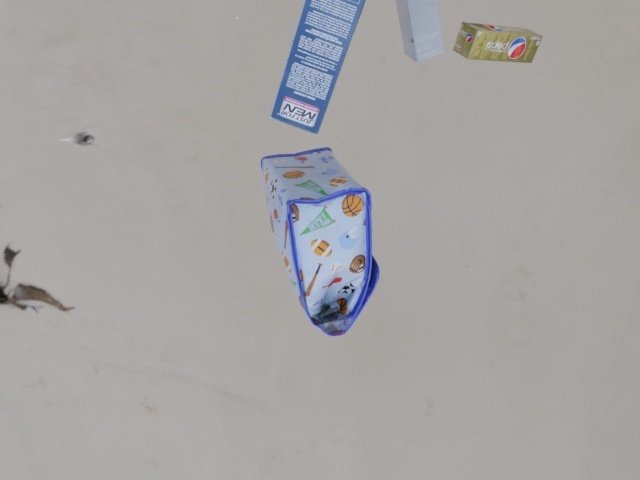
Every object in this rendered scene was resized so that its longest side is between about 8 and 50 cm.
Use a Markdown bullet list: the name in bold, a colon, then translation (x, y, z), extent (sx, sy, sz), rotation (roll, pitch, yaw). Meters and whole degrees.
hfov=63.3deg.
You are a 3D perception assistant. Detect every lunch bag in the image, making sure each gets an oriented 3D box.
- **lunch bag**: translation (0.000, 0.000, 1.313), extent (0.238, 0.328, 0.386), rotation (-9, 118, -10)

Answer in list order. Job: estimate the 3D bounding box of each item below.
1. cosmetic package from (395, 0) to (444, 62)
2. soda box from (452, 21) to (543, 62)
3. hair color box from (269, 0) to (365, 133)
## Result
- **cosmetic package**: translation (0.303, -0.693, 1.607), extent (0.107, 0.127, 0.238), rotation (-21, 123, 1)
- **soda box**: translation (0.375, -0.417, 1.098), extent (0.181, 0.058, 0.061), rotation (-6, 130, -24)
- **hair color box**: translation (0.009, -0.399, 0.980), extent (0.105, 0.174, 0.347), rotation (19, 122, -7)
